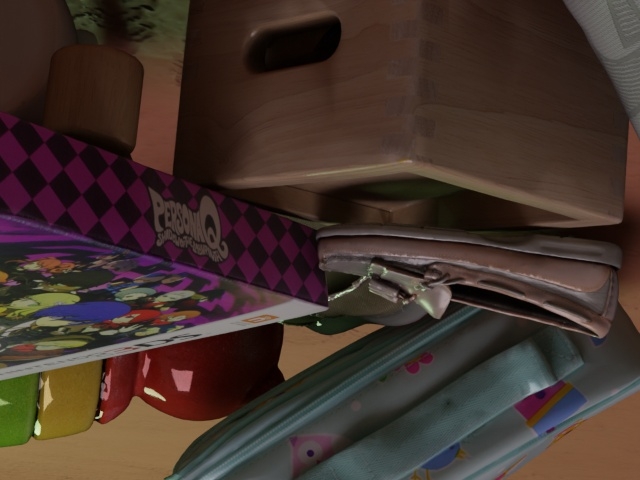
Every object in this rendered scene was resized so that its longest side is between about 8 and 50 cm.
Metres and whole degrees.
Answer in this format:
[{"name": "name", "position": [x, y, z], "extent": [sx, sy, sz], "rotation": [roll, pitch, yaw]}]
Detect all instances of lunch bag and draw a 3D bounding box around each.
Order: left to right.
[{"name": "lunch bag", "position": [0.049, 0.103, 0.916], "extent": [0.279, 0.108, 0.224], "rotation": [-31, 169, -7]}]

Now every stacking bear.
[{"name": "stacking bear", "position": [-0.164, 0.051, 0.980], "extent": [0.289, 0.175, 0.164], "rotation": [2, 146, -13]}]

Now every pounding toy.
[{"name": "pounding toy", "position": [-0.014, -0.063, 0.636], "extent": [0.206, 0.094, 0.181], "rotation": [13, 168, -43]}]

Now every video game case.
[{"name": "video game case", "position": [-0.140, 0.015, 0.633], "extent": [0.210, 0.042, 0.232], "rotation": [-13, 165, 24]}]

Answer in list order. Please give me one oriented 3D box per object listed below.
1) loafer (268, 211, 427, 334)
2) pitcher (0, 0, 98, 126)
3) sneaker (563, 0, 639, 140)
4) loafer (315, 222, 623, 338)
[{"name": "loafer", "position": [0.000, 0.000, 0.839], "extent": [0.087, 0.094, 0.251], "rotation": [8, 163, -15]}, {"name": "pitcher", "position": [-0.154, -0.066, 0.697], "extent": [0.178, 0.125, 0.207], "rotation": [-17, 176, -26]}, {"name": "sneaker", "position": [0.131, -0.086, 0.557], "extent": [0.108, 0.100, 0.271], "rotation": [26, 169, 17]}, {"name": "loafer", "position": [0.059, 0.016, 0.666], "extent": [0.125, 0.039, 0.045], "rotation": [4, 173, 4]}]
